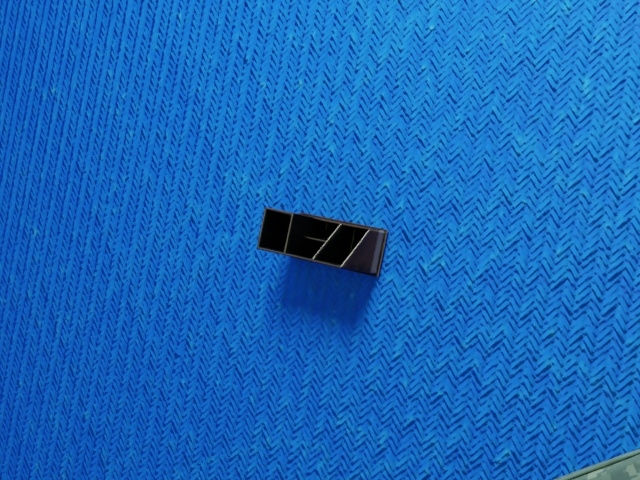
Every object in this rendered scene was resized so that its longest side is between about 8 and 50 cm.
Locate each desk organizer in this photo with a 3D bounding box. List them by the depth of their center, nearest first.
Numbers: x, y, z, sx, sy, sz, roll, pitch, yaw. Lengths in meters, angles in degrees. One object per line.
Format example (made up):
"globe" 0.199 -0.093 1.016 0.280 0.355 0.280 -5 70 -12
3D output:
"desk organizer" 0.000 0.000 1.676 0.130 0.050 0.047 12 91 48

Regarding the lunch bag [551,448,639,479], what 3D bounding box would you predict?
"lunch bag" 0.263 0.285 1.210 0.305 0.212 0.256 -27 63 40
